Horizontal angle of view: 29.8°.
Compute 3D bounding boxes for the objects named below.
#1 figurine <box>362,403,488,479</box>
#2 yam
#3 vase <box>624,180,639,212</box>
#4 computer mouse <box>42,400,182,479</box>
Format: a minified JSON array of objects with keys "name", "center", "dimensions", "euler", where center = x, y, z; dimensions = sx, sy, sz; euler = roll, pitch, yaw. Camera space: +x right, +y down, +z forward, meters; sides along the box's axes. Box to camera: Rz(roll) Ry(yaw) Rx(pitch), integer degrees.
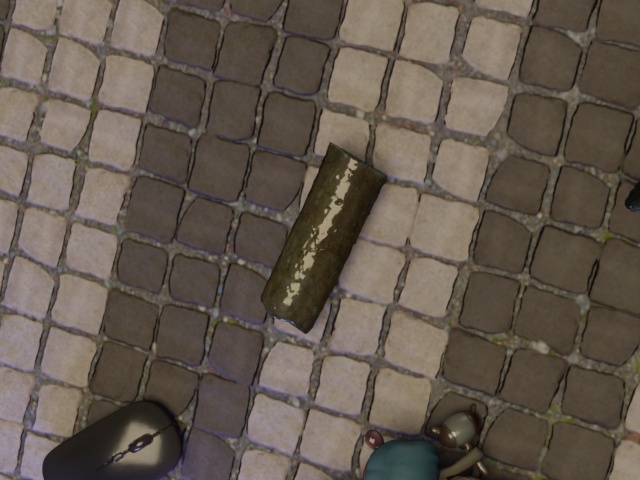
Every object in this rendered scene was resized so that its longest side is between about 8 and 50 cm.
[{"name":"figurine","center":[0.179,0.311,1.576],"dimensions":[0.260,0.103,0.205],"euler":[18,77,-11]},{"name":"yam","center":[0.000,0.000,1.631],"dimensions":[0.093,0.093,0.259],"euler":[28,101,12]},{"name":"vase","center":[0.542,-0.016,1.419],"dimensions":[0.245,0.245,0.291],"euler":[-41,89,15]},{"name":"computer mouse","center":[-0.310,0.325,1.759],"dimensions":[0.232,0.057,0.120],"euler":[-30,87,16]}]
